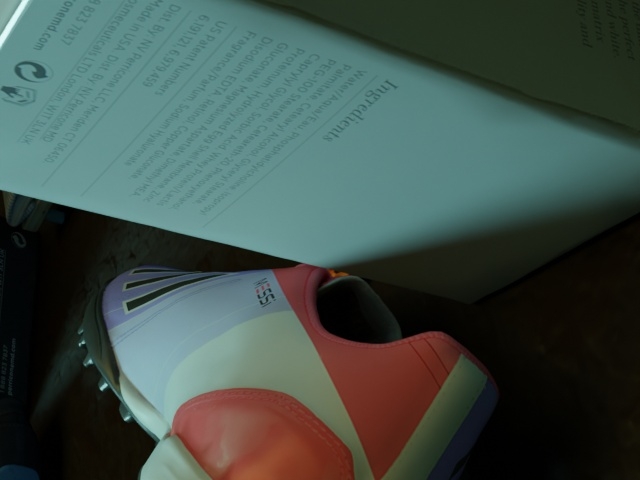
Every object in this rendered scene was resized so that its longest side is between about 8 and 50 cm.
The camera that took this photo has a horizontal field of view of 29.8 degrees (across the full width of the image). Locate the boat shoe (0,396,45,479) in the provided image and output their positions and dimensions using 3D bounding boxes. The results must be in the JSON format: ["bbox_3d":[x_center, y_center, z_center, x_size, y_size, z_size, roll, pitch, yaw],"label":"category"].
[{"bbox_3d":[-0.275,0.190,0.879,0.258,0.109,0.089,-27,54,31],"label":"boat shoe"}]

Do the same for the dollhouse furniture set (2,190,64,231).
[{"bbox_3d":[-0.234,-0.134,0.841,0.303,0.198,0.286,-53,36,33],"label":"dollhouse furniture set"}]

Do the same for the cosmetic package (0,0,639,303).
[{"bbox_3d":[-0.002,-0.120,0.424,0.138,0.224,0.224,-37,46,50],"label":"cosmetic package"}]

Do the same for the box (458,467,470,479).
[{"bbox_3d":[0.032,0.124,0.461,0.083,0.018,0.067,-57,34,27],"label":"box"}]

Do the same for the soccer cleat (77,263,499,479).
[{"bbox_3d":[-0.025,0.055,0.511,0.116,0.108,0.318,-46,18,-3],"label":"soccer cleat"}]

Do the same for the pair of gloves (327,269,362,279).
[{"bbox_3d":[0.000,0.000,0.578,0.074,0.010,0.083,-37,46,47],"label":"pair of gloves"}]

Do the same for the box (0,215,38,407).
[{"bbox_3d":[-0.422,0.063,0.907,0.296,0.294,0.183,-25,55,33],"label":"box"}]
